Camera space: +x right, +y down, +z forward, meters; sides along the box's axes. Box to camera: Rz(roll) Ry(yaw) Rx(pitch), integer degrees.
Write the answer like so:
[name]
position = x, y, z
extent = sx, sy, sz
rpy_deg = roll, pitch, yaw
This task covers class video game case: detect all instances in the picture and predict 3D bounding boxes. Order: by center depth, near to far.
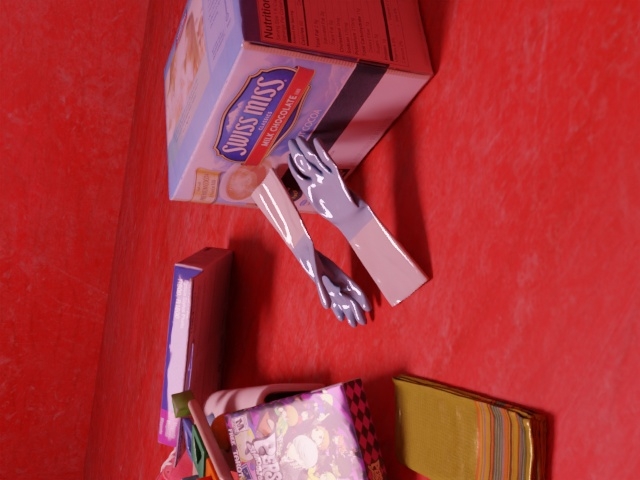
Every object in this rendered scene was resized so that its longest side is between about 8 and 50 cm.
[video game case]
position = -0.010, 0.297, 0.844
extent = 0.210, 0.042, 0.232
rpy_deg = -23, 76, 38

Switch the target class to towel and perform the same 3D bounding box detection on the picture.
[towel]
position = 0.133, 0.198, 0.701
extent = 0.237, 0.021, 0.102
rpy_deg = 177, 96, -66

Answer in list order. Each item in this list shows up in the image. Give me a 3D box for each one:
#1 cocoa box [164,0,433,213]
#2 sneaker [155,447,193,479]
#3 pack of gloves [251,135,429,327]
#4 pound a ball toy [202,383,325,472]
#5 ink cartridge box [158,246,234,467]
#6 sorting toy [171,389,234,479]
[cocoa box]
position = -0.055, -0.216, 0.918
extent = 0.347, 0.228, 0.231
rpy_deg = 133, 135, -55
[sneaker]
position = -0.270, 0.456, 1.438
extent = 0.313, 0.136, 0.115
rpy_deg = -119, 40, -50
[pack of gloves]
position = 0.000, 0.000, 0.857
extent = 0.232, 0.046, 0.195
rpy_deg = 53, 148, 8
[pound a ball toy]
position = -0.088, 0.318, 1.045
extent = 0.319, 0.136, 0.208
rpy_deg = 152, 118, -63
[ink cartridge box]
position = -0.233, 0.191, 1.303
extent = 0.330, 0.072, 0.323
rpy_deg = -47, -36, -82
[sorting toy]
position = -0.162, 0.351, 1.000
extent = 0.347, 0.047, 0.195
rpy_deg = -135, 40, -54
